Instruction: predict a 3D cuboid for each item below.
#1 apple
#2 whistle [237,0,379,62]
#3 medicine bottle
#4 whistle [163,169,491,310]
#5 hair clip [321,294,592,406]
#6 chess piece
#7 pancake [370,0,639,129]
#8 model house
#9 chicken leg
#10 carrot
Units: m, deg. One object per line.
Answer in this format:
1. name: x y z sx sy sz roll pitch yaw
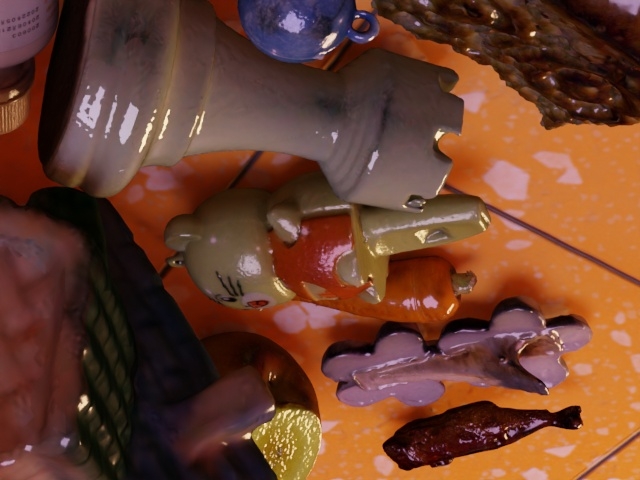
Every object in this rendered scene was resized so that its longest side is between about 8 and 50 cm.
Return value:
1. apple: -0.079 0.166 1.520 0.146 0.163 0.147 -10 145 -51
2. whistle: -0.034 -0.171 1.120 0.158 0.090 0.090 19 136 1
3. medicine bottle: -0.251 -0.188 1.204 0.114 0.114 0.252 8 138 -2
4. whistle: 0.000 0.000 1.369 0.288 0.106 0.131 -7 156 19
5. hair clip: 0.126 0.114 1.511 0.257 0.075 0.146 -6 151 24
6. chess piece: -0.049 -0.106 1.229 0.299 0.194 0.194 12 137 -18
7. pancake: 0.130 -0.160 1.124 0.427 0.067 0.305 30 165 -24
8. model house: -0.269 0.112 1.283 0.400 0.395 0.445 -27 159 -6
9. chicken leg: 0.147 0.185 1.574 0.219 0.048 0.089 -22 162 39
10. carrot: 0.014 0.044 1.459 0.257 0.061 0.061 0 136 12
